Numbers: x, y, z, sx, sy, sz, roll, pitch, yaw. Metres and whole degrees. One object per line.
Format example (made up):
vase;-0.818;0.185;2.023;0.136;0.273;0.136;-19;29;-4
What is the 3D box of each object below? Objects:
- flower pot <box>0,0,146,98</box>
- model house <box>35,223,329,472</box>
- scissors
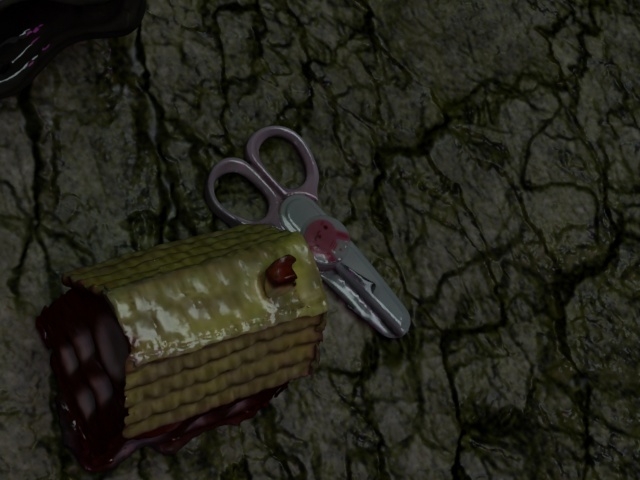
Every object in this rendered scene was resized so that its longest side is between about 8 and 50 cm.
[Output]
flower pot;-0.284;-0.257;1.676;0.302;0.302;0.213;-24;87;-26
model house;-0.117;0.076;1.649;0.196;0.254;0.160;-15;75;-26
scissors;0.000;0.000;1.842;0.242;0.030;0.118;46;63;3
